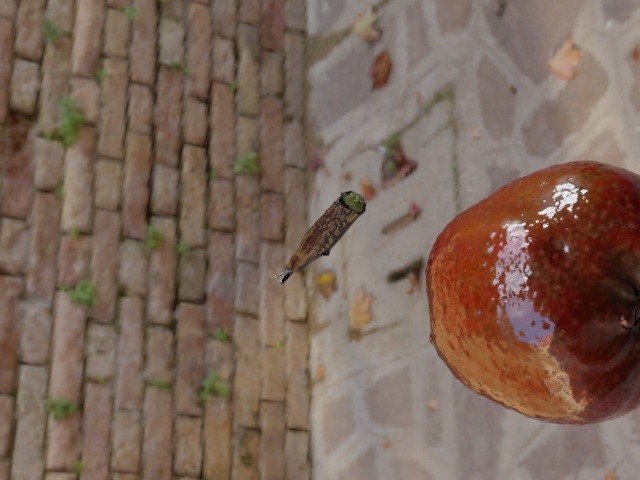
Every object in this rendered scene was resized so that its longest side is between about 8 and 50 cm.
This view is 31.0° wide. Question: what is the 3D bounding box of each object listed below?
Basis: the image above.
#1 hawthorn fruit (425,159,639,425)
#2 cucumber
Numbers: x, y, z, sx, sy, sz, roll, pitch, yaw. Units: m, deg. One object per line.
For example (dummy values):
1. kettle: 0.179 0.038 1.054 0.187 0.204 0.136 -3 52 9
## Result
1. hawthorn fruit: 0.209 0.038 1.096 0.300 0.254 0.254 22 100 50
2. cucumber: 0.000 0.000 1.341 0.039 0.043 0.163 47 136 8
